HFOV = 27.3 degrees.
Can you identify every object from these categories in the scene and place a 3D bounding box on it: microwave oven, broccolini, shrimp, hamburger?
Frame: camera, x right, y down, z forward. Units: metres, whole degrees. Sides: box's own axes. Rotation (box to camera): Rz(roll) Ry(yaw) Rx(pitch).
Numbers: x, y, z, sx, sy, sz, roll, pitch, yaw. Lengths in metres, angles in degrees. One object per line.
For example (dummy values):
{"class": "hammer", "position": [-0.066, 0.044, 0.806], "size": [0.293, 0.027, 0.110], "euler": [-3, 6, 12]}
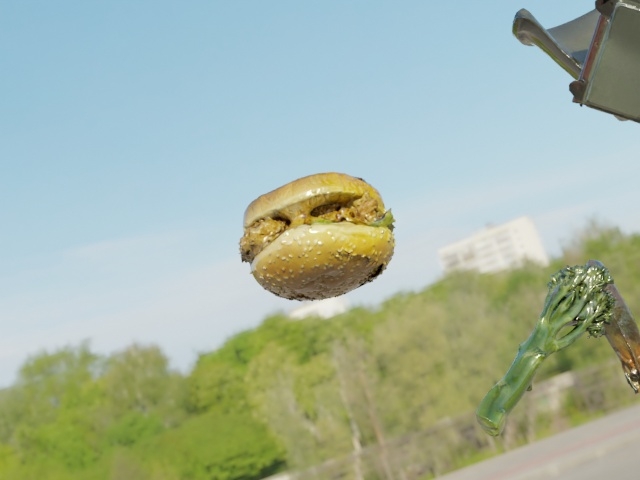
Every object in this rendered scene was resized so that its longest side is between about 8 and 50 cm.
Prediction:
{"class": "microwave oven", "position": [0.474, -0.241, 1.719], "size": [0.247, 0.188, 0.178], "euler": [20, 25, 13]}
{"class": "broccolini", "position": [0.189, 0.099, 1.115], "size": [0.067, 0.058, 0.216], "euler": [15, 43, 26]}
{"class": "shrimp", "position": [0.512, 0.146, 2.265], "size": [0.068, 0.248, 0.150], "euler": [-23, -27, 17]}
{"class": "hamburger", "position": [-0.009, 0.002, 1.598], "size": [0.191, 0.118, 0.182], "euler": [6, -34, -27]}

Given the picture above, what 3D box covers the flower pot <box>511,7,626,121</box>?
{"class": "flower pot", "position": [0.562, -0.371, 2.309], "size": [0.379, 0.251, 0.379], "euler": [-28, -14, -8]}
